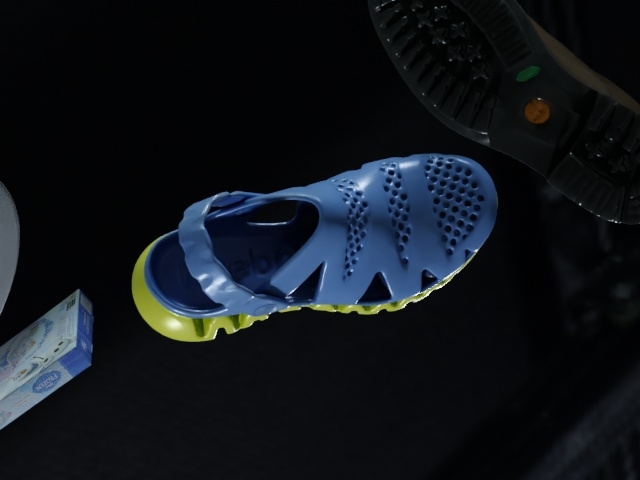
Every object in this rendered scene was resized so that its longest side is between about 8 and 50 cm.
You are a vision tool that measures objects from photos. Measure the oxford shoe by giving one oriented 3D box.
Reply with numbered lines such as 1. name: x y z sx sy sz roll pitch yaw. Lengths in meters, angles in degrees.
1. oxford shoe: 0.121 -0.090 1.156 0.083 0.227 0.096 -49 -10 14

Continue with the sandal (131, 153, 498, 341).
1. sandal: 0.000 0.000 1.597 0.317 0.138 0.126 -18 -106 -9

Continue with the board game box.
1. board game box: -0.195 0.083 1.313 0.090 0.090 0.020 -35 -68 10

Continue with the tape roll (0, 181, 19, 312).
1. tape roll: -0.315 0.033 1.376 0.219 0.072 0.219 -45 -28 -32
